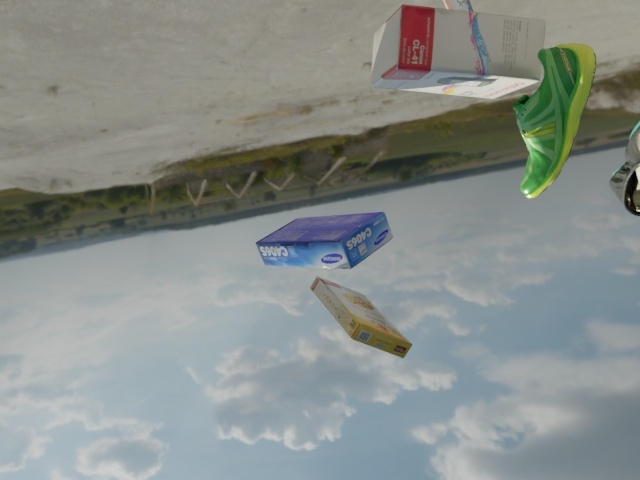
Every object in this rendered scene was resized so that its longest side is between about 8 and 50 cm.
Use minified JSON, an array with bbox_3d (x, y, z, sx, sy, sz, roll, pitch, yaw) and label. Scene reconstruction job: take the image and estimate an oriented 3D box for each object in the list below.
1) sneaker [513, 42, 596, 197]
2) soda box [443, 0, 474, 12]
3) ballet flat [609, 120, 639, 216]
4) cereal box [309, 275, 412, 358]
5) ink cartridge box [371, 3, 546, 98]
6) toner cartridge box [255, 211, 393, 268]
[{"bbox_3d":[0.429,-0.227,1.022,0.123,0.296,0.109,17,-149,20],"label":"sneaker"},{"bbox_3d":[0.335,-0.647,1.368,0.058,0.063,0.183,-27,147,19],"label":"soda box"},{"bbox_3d":[0.490,-0.099,0.767,0.095,0.096,0.280,-13,164,18],"label":"ballet flat"},{"bbox_3d":[0.092,0.179,1.280,0.173,0.047,0.240,25,-169,-33],"label":"cereal box"},{"bbox_3d":[0.281,-0.395,1.140,0.306,0.131,0.226,4,-175,-8],"label":"ink cartridge box"},{"bbox_3d":[0.000,0.000,1.363,0.165,0.075,0.347,-34,-160,-35],"label":"toner cartridge box"}]
